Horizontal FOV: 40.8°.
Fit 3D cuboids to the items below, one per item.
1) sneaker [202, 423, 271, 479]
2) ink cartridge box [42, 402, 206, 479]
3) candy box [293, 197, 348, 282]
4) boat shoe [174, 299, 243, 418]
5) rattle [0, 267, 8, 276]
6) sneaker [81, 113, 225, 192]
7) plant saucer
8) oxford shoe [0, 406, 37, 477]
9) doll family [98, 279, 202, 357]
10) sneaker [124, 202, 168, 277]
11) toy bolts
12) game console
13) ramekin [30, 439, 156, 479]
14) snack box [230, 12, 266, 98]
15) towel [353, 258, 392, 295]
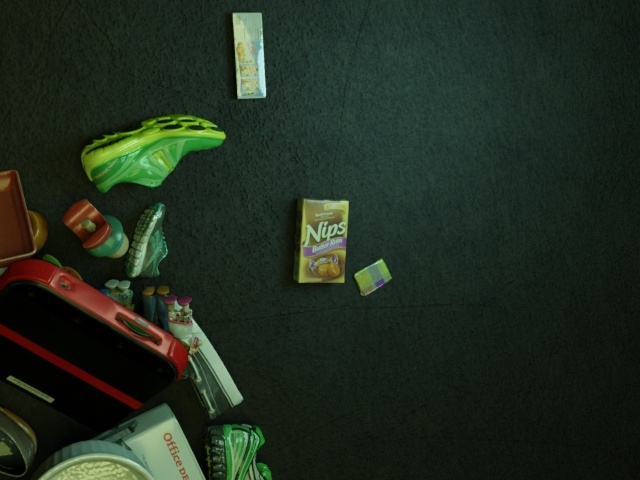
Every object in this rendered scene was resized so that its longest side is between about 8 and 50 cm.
[{"bbox_3d":[-0.170,0.572,1.891,0.146,0.134,0.344,-4,98,-20],"label":"sneaker"},{"bbox_3d":[-0.403,0.506,1.805,0.289,0.121,0.211,-25,104,-15],"label":"ink cartridge box"},{"bbox_3d":[0.000,0.000,1.921,0.109,0.053,0.187,1,95,-19],"label":"candy box"},{"bbox_3d":[-0.279,0.250,1.832,0.102,0.108,0.301,-34,114,-14],"label":"boat shoe"},{"bbox_3d":[-0.682,0.064,1.702,0.199,0.142,0.130,28,76,-57],"label":"rattle"},{"bbox_3d":[-0.339,-0.178,1.765,0.295,0.109,0.124,-17,125,-18],"label":"sneaker"},{"bbox_3d":[-0.675,-0.015,1.602,0.259,0.258,0.048,-14,135,-18],"label":"plant saucer"},{"bbox_3d":[-0.704,0.335,1.671,0.363,0.132,0.130,38,84,-19],"label":"oxford shoe"},{"bbox_3d":[-0.360,0.170,1.740,0.262,0.118,0.163,5,111,2],"label":"doll family"},{"bbox_3d":[-0.351,0.004,1.801,0.076,0.065,0.167,18,94,-37],"label":"sneaker"},{"bbox_3d":[-0.503,0.019,1.730,0.228,0.158,0.218,-38,67,-1],"label":"toy bolts"},{"bbox_3d":[-0.487,0.213,1.666,0.386,0.060,0.342,36,129,-23],"label":"game console"},{"bbox_3d":[-0.442,0.522,1.657,0.277,0.135,0.277,-3,98,-18],"label":"ramekin"},{"bbox_3d":[-0.153,-0.392,1.831,0.064,0.022,0.178,-5,99,-20],"label":"snack box"},{"bbox_3d":[0.120,0.085,1.997,0.083,0.009,0.060,-31,105,-14],"label":"towel"}]
